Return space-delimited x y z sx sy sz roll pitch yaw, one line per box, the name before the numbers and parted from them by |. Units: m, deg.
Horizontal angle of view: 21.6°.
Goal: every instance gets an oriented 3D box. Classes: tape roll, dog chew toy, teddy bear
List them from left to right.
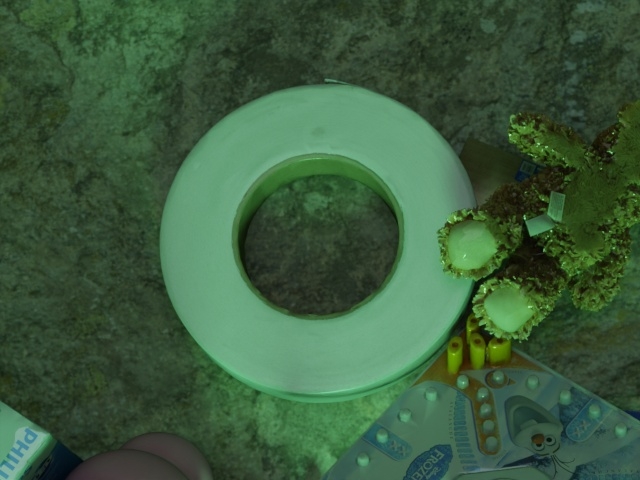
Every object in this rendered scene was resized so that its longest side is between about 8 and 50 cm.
dog chew toy | -0.220 0.325 1.850 0.207 0.332 0.206 9 118 17
tape roll | 0.000 0.000 2.030 0.392 0.072 0.392 -1 74 5
teddy bear | 0.283 -0.028 1.988 0.245 0.113 0.338 39 72 -8

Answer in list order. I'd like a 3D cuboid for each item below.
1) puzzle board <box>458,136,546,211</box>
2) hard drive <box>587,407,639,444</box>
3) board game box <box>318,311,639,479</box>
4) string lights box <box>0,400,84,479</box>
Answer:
puzzle board | 0.223 -0.062 2.072 0.128 0.011 0.096 22 75 9
hard drive | 0.328 0.333 1.865 0.210 0.040 0.318 3 54 15
board game box | 0.201 0.295 1.838 0.390 0.050 0.390 31 59 29
string lights box | -0.341 0.272 1.878 0.077 0.259 0.133 32 77 12
